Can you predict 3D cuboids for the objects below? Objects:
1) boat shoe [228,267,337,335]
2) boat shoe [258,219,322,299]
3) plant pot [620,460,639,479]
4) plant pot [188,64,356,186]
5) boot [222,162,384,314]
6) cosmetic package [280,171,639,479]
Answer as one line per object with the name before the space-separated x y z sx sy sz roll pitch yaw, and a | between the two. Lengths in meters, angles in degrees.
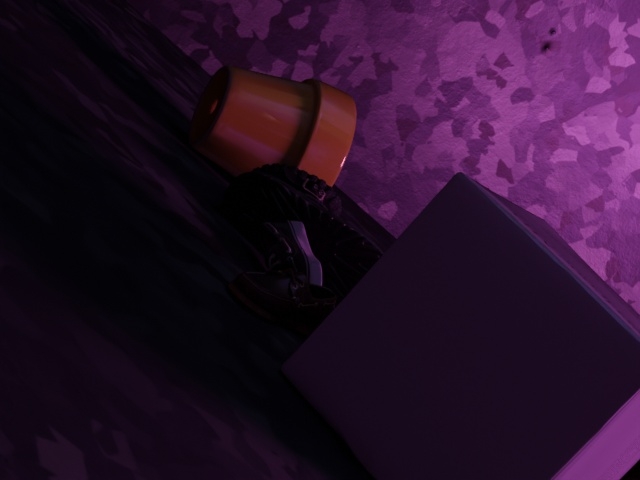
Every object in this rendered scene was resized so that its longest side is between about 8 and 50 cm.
boat shoe | -0.047 0.069 1.738 0.073 0.073 0.207 48 10 27
boat shoe | -0.048 0.041 1.923 0.070 0.078 0.219 5 28 -17
plant pot | 0.530 0.442 2.159 0.237 0.237 0.254 45 -6 12
plant pot | -0.099 -0.200 2.375 0.239 0.254 0.254 24 15 -21
boot | 0.002 -0.004 2.151 0.348 0.131 0.260 43 8 3
cosmetic package | 0.231 0.168 1.611 0.329 0.327 0.393 46 11 22
